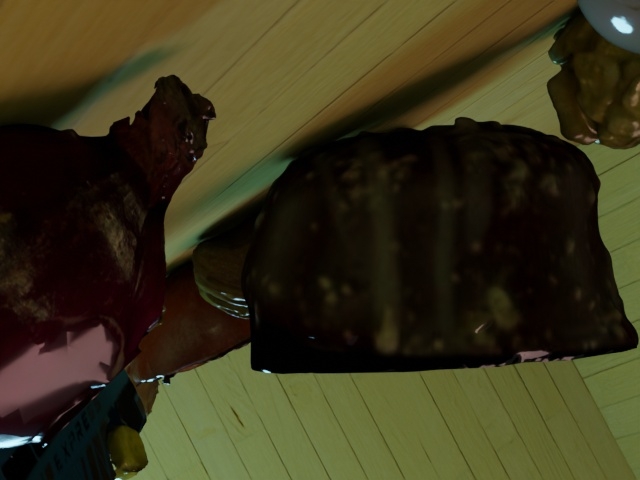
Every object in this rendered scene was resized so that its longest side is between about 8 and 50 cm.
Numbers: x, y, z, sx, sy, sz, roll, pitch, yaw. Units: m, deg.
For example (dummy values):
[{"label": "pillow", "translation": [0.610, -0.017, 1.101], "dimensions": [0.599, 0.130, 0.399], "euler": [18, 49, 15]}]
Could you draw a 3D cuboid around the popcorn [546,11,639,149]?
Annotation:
[{"label": "popcorn", "translation": [0.297, -0.163, 1.254], "dimensions": [0.195, 0.173, 0.168], "euler": [-12, 144, -44]}]

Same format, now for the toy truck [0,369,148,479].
[{"label": "toy truck", "translation": [-0.277, 0.204, 1.245], "dimensions": [0.161, 0.162, 0.385], "euler": [-22, -166, 14]}]

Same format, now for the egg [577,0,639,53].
[{"label": "egg", "translation": [0.196, -0.158, 0.805], "dimensions": [0.103, 0.103, 0.135], "euler": [-28, 175, 0]}]

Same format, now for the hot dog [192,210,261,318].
[{"label": "hot dog", "translation": [0.000, 0.000, 1.430], "dimensions": [0.272, 0.122, 0.196], "euler": [-31, -172, 13]}]

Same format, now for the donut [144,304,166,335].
[{"label": "donut", "translation": [-0.233, 0.077, 1.057], "dimensions": [0.235, 0.089, 0.235], "euler": [-27, 176, -2]}]

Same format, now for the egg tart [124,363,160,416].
[{"label": "egg tart", "translation": [-0.334, 0.220, 1.891], "dimensions": [0.352, 0.150, 0.352], "euler": [-28, 180, 0]}]

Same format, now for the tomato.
[{"label": "tomato", "translation": [-0.134, 0.079, 1.627], "dimensions": [0.199, 0.112, 0.228], "euler": [-21, -177, 44]}]

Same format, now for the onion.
[{"label": "onion", "translation": [-0.120, 0.013, 0.647], "dimensions": [0.198, 0.135, 0.173], "euler": [-30, 179, 0]}]

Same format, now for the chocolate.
[{"label": "chocolate", "translation": [0.099, 0.000, 1.224], "dimensions": [0.340, 0.210, 0.225], "euler": [-3, -177, -8]}]
